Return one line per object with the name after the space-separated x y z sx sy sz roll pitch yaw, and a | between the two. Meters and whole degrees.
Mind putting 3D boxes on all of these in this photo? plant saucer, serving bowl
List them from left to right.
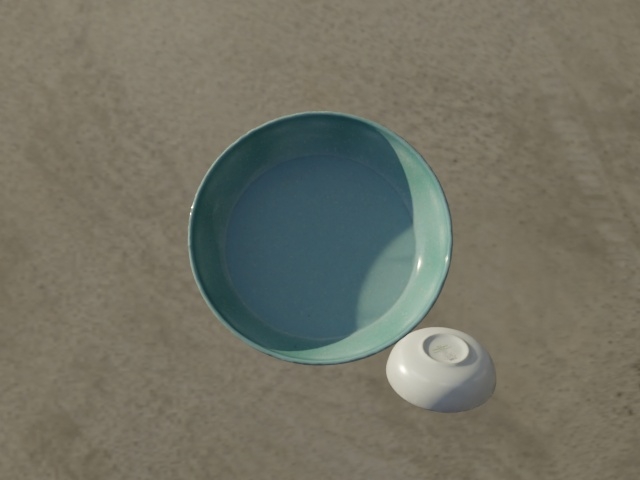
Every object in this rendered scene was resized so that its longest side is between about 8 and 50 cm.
0.000 0.000 0.546 0.119 0.021 0.119 0 73 0 | plant saucer
0.092 0.091 0.893 0.083 0.083 0.027 31 133 31 | serving bowl
